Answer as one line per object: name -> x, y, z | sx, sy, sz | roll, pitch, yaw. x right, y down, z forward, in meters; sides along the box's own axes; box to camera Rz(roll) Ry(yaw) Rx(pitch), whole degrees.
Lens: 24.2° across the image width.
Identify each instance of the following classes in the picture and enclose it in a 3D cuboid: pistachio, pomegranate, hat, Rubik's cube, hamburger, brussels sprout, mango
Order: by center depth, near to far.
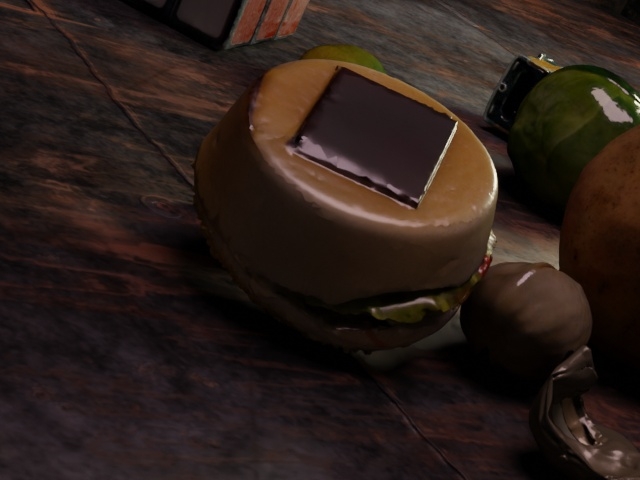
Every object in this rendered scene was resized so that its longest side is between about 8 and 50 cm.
hat -> 0.233, 0.173, 1.350 | 0.147, 0.085, 0.175 | 57, -2, -1
hamburger -> 0.022, -0.033, 1.389 | 0.302, 0.170, 0.302 | 15, 38, -12
pistachio -> 0.206, 0.075, 1.466 | 0.124, 0.124, 0.185 | 33, 19, 23
pomegranate -> 0.417, 0.014, 1.613 | 0.322, 0.322, 0.322 | 22, 19, -8
mango -> 0.026, -0.234, 2.119 | 0.122, 0.085, 0.191 | 33, 20, 15
brussels sprout -> 0.381, -0.137, 2.140 | 0.219, 0.210, 0.271 | 33, 5, 10
Rubik's cube -> -0.157, -0.489, 2.241 | 0.301, 0.304, 0.305 | 29, 18, 14

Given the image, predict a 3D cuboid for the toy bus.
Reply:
toy bus -> 0.416, -0.181, 2.380 | 0.275, 0.138, 0.167 | 34, 19, 21
